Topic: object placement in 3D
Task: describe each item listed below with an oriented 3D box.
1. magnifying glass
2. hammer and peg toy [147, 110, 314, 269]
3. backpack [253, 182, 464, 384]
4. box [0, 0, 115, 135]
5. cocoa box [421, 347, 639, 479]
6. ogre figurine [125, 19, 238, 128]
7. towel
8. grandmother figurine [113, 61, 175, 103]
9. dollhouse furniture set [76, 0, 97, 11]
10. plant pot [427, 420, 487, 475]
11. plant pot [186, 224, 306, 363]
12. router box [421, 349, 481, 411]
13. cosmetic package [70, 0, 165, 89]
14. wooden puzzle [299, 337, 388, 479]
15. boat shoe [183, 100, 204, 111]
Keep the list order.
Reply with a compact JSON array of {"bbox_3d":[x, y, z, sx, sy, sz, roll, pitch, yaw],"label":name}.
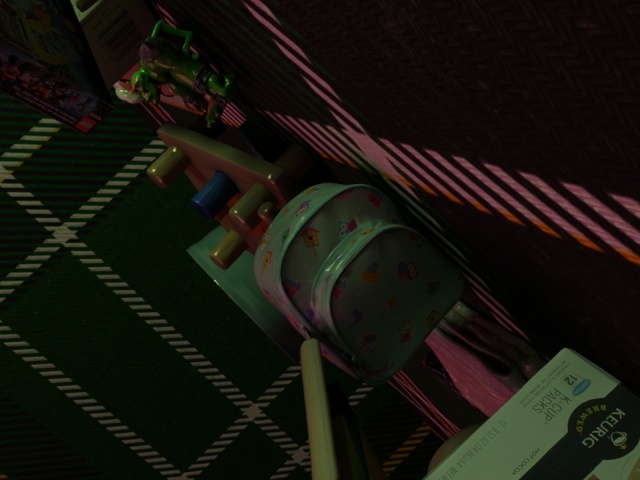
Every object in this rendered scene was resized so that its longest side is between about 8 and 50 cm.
[{"bbox_3d":[-0.033,-0.080,1.150,0.231,0.026,0.092,45,173,-1],"label":"magnifying glass"},{"bbox_3d":[-0.050,-0.025,1.047,0.361,0.127,0.266,26,156,42],"label":"hammer and peg toy"},{"bbox_3d":[0.036,0.035,0.810,0.188,0.166,0.144,44,172,-15],"label":"backpack"},{"bbox_3d":[-0.297,-0.219,0.768,0.159,0.044,0.233,31,-155,-53],"label":"box"},{"bbox_3d":[0.257,0.319,0.733,0.228,0.231,0.347,39,163,45],"label":"cocoa box"},{"bbox_3d":[-0.164,-0.199,0.978,0.118,0.097,0.197,31,-162,-13],"label":"ogre figurine"},{"bbox_3d":[0.226,0.182,1.030,0.317,0.053,0.332,49,173,-30],"label":"towel"},{"bbox_3d":[-0.309,-0.291,1.289,0.208,0.104,0.342,38,176,-4],"label":"grandmother figurine"},{"bbox_3d":[-0.291,-0.313,0.741,0.212,0.161,0.242,47,173,-14],"label":"dollhouse furniture set"},{"bbox_3d":[0.295,0.435,1.208,0.323,0.323,0.280,50,-172,-34],"label":"plant pot"},{"bbox_3d":[-0.076,0.056,1.496,0.293,0.196,0.293,45,173,7],"label":"plant pot"},{"bbox_3d":[0.228,0.230,1.350,0.092,0.038,0.122,46,173,-8],"label":"router box"},{"bbox_3d":[-0.352,-0.350,1.039,0.296,0.129,0.153,44,175,12],"label":"cosmetic package"},{"bbox_3d":[0.039,0.233,0.721,0.221,0.044,0.239,-101,-8,-65],"label":"wooden puzzle"},{"bbox_3d":[-0.169,-0.204,1.147,0.050,0.045,0.135,47,173,-11],"label":"boat shoe"}]
